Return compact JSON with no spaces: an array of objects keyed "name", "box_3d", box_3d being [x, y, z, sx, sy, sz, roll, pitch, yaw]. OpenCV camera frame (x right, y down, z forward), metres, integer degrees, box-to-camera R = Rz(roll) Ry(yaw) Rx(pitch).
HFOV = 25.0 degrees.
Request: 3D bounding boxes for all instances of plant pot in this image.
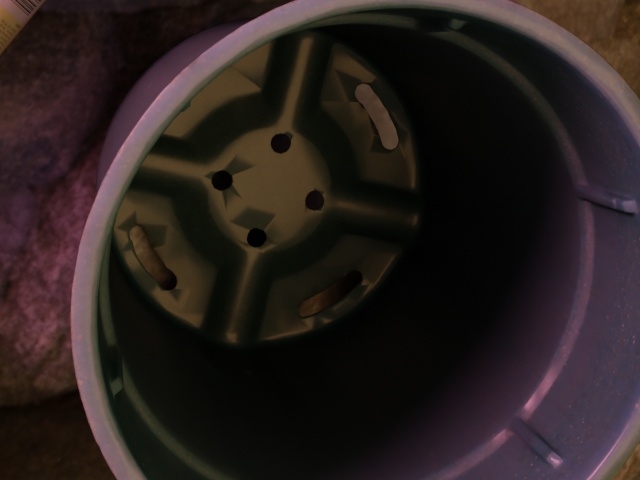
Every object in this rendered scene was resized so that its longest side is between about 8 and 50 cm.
[{"name":"plant pot","box_3d":[0.000,0.000,0.913,0.341,0.334,0.341,-3,104,-14]}]

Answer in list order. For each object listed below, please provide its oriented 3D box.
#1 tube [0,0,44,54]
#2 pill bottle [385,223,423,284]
[{"name":"tube","box_3d":[-0.253,-0.115,0.919,0.070,0.062,0.240,40,88,8]},{"name":"pill bottle","box_3d":[0.080,0.081,1.158,0.117,0.117,0.215,16,97,-35]}]
